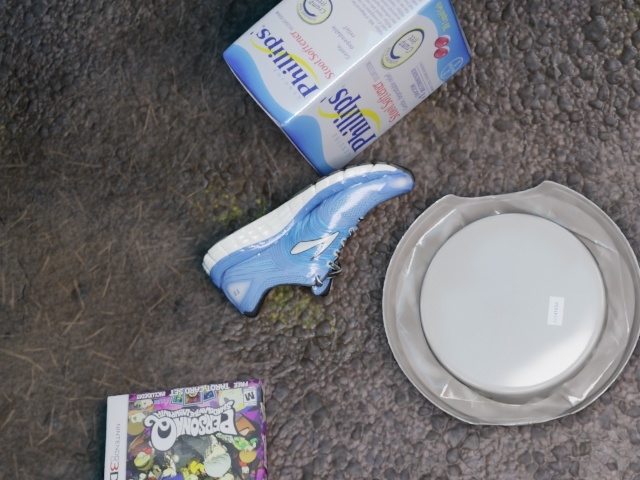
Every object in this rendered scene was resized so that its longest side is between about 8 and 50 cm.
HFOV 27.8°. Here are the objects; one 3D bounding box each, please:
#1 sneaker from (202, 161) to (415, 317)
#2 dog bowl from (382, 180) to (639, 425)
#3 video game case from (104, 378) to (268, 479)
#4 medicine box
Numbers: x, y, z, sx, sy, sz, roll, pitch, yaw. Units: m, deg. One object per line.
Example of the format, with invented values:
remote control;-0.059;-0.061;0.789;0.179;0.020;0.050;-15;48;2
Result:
sneaker;0.000;0.000;1.871;0.330;0.130;0.147;-32;86;8
dog bowl;0.266;0.091;1.778;0.349;0.102;0.348;-3;77;13
video game case;-0.190;0.307;1.827;0.232;0.042;0.210;-7;56;6
medicine box;0.045;-0.260;1.832;0.289;0.263;0.149;-41;70;2
